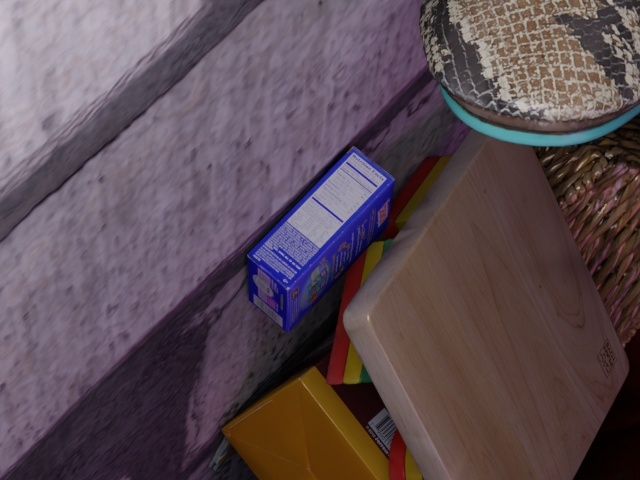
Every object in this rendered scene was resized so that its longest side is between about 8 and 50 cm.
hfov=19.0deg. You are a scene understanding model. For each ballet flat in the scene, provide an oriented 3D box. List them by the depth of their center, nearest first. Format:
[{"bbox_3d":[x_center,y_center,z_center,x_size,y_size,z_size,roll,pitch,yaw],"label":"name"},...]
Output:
[{"bbox_3d":[0.185,-0.206,1.164,0.483,0.164,0.182,-38,141,-60],"label":"ballet flat"}]

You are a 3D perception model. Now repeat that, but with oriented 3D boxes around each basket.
[{"bbox_3d":[0.172,-0.009,1.712,0.213,0.223,0.299,13,122,-38],"label":"basket"}]

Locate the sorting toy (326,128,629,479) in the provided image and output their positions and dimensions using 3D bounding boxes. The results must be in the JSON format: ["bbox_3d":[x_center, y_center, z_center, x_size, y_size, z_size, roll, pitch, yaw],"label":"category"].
[{"bbox_3d":[0.105,0.079,1.415,0.089,0.257,0.255,-6,-147,37],"label":"sorting toy"}]

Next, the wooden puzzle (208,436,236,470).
[{"bbox_3d":[-0.069,0.163,1.581,0.049,0.006,0.083,-36,161,-46],"label":"wooden puzzle"}]

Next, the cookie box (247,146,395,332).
[{"bbox_3d":[0.000,0.000,1.290,0.107,0.040,0.092,-46,166,-16],"label":"cookie box"}]

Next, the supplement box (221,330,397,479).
[{"bbox_3d":[0.067,0.154,1.540,0.194,0.191,0.129,-38,-179,-40],"label":"supplement box"}]

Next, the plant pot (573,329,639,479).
[{"bbox_3d":[0.235,0.196,2.161,0.267,0.267,0.236,-45,177,-21],"label":"plant pot"}]
